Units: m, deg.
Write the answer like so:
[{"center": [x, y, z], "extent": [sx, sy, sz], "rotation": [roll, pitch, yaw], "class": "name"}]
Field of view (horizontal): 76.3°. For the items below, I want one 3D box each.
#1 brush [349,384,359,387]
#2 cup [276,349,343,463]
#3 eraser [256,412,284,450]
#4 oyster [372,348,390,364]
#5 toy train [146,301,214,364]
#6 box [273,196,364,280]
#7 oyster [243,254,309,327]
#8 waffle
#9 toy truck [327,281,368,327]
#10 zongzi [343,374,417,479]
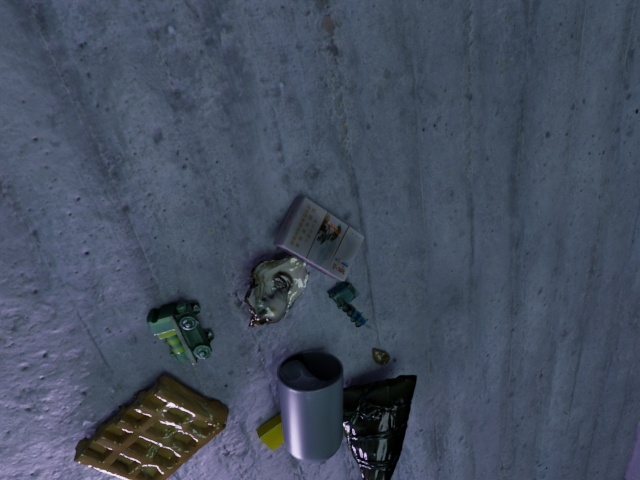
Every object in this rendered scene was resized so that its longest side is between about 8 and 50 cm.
[{"center": [0.191, 0.552, 1.519], "extent": [0.194, 0.016, 0.062], "rotation": [11, 110, -26], "class": "brush"}, {"center": [-0.029, 0.534, 1.299], "extent": [0.206, 0.205, 0.311], "rotation": [-8, 110, -18], "class": "cup"}, {"center": [-0.146, 0.661, 1.419], "extent": [0.122, 0.045, 0.097], "rotation": [-35, 121, -5], "class": "eraser"}, {"center": [0.217, 0.423, 1.463], "extent": [0.093, 0.034, 0.051], "rotation": [24, 95, -24], "class": "oyster"}, {"center": [-0.379, 0.259, 1.130], "extent": [0.132, 0.083, 0.200], "rotation": [-15, 118, -3], "class": "toy train"}, {"center": [0.001, 0.001, 1.139], "extent": [0.233, 0.067, 0.149], "rotation": [32, 78, -30], "class": "box"}, {"center": [-0.129, 0.132, 1.167], "extent": [0.223, 0.083, 0.214], "rotation": [-28, 130, -28], "class": "oyster"}, {"center": [-0.491, 0.587, 1.231], "extent": [0.348, 0.077, 0.304], "rotation": [-41, 122, 0], "class": "waffle"}, {"center": [0.094, 0.188, 1.226], "extent": [0.081, 0.175, 0.067], "rotation": [-42, 121, -7], "class": "toy truck"}, {"center": [0.199, 0.680, 1.492], "extent": [0.320, 0.362, 0.382], "rotation": [-5, 83, 5], "class": "zongzi"}]
